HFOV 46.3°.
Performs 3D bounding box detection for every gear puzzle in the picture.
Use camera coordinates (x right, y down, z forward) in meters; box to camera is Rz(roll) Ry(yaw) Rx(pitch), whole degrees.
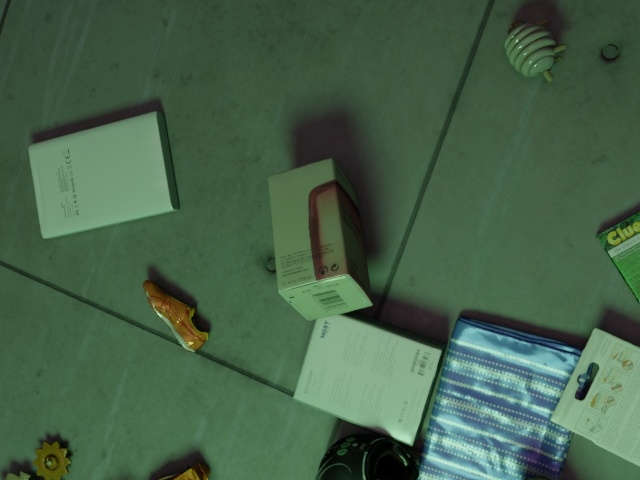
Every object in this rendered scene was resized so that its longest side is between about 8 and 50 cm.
[{"bbox_3d":[-0.607,0.576,1.580,0.175,0.044,0.339,19,94,12],"label":"gear puzzle"}]

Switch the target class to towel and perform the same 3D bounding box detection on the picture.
[{"bbox_3d":[0.314,0.320,1.307,0.243,0.040,0.336,15,94,17],"label":"towel"}]

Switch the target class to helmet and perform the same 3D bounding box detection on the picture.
[{"bbox_3d":[0.075,0.425,1.314,0.161,0.169,0.169,-33,79,45],"label":"helmet"}]

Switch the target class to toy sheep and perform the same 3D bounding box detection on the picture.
[{"bbox_3d":[0.362,-0.323,1.275,0.091,0.091,0.132,-33,62,14],"label":"toy sheep"}]

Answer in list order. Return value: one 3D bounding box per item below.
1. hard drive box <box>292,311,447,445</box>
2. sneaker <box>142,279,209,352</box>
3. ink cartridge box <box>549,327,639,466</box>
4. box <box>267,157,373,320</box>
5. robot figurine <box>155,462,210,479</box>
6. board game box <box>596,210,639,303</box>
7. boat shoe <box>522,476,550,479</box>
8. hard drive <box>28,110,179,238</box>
[{"bbox_3d":[0.089,0.236,1.348,0.232,0.089,0.181,18,94,16],"label":"hard drive box"},{"bbox_3d":[-0.287,0.141,1.486,0.067,0.064,0.175,-41,83,-8],"label":"sneaker"},{"bbox_3d":[0.522,0.268,1.236,0.224,0.056,0.181,25,97,15],"label":"ink cartridge box"},{"bbox_3d":[0.000,0.000,1.305,0.127,0.148,0.232,-15,61,15],"label":"box"},{"bbox_3d":[-0.317,0.574,1.470,0.291,0.085,0.211,-35,80,13],"label":"robot figurine"},{"bbox_3d":[0.606,-0.018,1.228,0.259,0.030,0.136,-31,83,14],"label":"board game box"},{"bbox_3d":[0.366,0.550,1.170,0.121,0.110,0.341,-38,59,35],"label":"boat shoe"},{"bbox_3d":[-0.449,-0.131,1.538,0.307,0.040,0.203,-11,86,16],"label":"hard drive"}]
